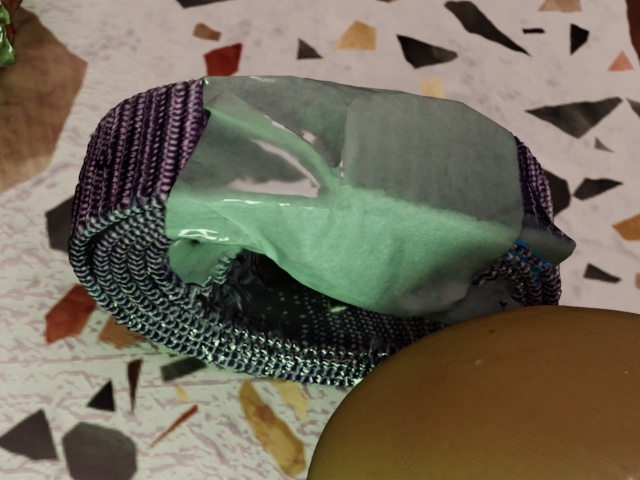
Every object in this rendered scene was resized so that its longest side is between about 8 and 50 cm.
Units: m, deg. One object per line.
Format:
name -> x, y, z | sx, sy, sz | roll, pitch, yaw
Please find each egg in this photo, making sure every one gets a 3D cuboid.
egg -> 0.171, 0.192, 0.712 | 0.374, 0.301, 0.301 | 19, 54, 18

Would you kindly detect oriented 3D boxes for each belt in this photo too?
belt -> 0.000, 0.000, 0.798 | 0.324, 0.260, 0.122 | 16, 57, -19

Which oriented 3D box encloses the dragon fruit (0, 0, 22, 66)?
dragon fruit -> -0.306, -0.245, 0.877 | 0.244, 0.244, 0.299 | -27, 88, -29
